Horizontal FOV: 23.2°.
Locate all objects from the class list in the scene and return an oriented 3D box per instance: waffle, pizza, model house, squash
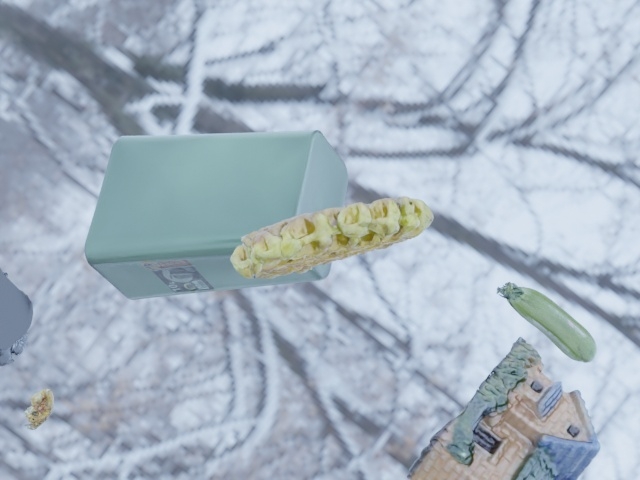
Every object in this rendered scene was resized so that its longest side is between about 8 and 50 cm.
[{"bbox_3d":[0.000,-0.001,1.737,0.249,0.056,0.253,-16,177,21],"label":"waffle"},{"bbox_3d":[-0.403,0.242,2.231,0.083,0.037,0.016,-59,-161,28],"label":"pizza"},{"bbox_3d":[0.224,0.248,1.794,0.183,0.172,0.166,-42,169,-36],"label":"model house"},{"bbox_3d":[0.330,0.115,2.256,0.052,0.183,0.052,-49,-166,17],"label":"squash"}]

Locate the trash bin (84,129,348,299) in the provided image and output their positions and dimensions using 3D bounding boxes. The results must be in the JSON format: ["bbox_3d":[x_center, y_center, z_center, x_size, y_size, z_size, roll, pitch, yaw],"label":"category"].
[{"bbox_3d":[-0.152,-0.043,2.307,0.343,0.158,0.223,-4,-121,28],"label":"trash bin"}]

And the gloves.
[{"bbox_3d":[-0.348,0.068,1.397,0.181,0.129,0.106,-23,-129,45],"label":"gloves"}]
